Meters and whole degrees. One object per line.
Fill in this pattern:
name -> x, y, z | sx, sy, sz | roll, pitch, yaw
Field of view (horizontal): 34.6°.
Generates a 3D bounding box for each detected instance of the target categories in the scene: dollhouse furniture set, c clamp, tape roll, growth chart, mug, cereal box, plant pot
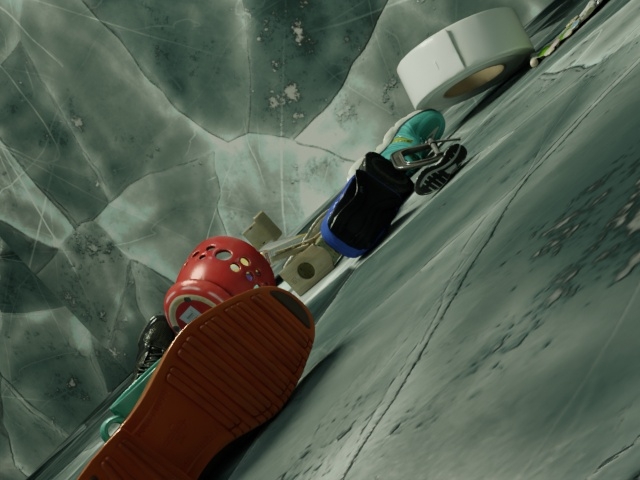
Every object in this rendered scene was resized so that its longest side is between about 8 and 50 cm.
dollhouse furniture set -> -0.031, -0.018, 1.874 | 0.101, 0.161, 0.182 | -41, 5, 25
c clamp -> 0.195, -0.163, 1.889 | 0.137, 0.022, 0.161 | -9, 19, 6
tape roll -> 0.309, -0.382, 2.193 | 0.286, 0.100, 0.286 | -24, -8, -3
growth chart -> 0.506, -0.435, 2.065 | 0.237, 0.021, 0.172 | -44, 3, 10
mug -> -0.252, 0.256, 1.575 | 0.157, 0.097, 0.129 | -43, 4, 4
cereal box -> -0.150, 0.041, 2.490 | 0.173, 0.047, 0.240 | -13, 6, 28
plant pot -> -0.204, 0.112, 2.049 | 0.191, 0.191, 0.174 | -40, 11, 35

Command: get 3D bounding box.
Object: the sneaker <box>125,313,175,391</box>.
sneaker -> -0.353, 0.268, 2.177 | 0.130, 0.087, 0.228 | -12, 58, 68

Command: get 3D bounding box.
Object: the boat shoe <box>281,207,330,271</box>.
boat shoe -> 0.000, 0.000, 2.019 | 0.206, 0.075, 0.065 | -47, 7, -3

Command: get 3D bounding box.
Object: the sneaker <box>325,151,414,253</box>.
sneaker -> 0.077, -0.069, 1.842 | 0.130, 0.109, 0.286 | -52, -5, 30

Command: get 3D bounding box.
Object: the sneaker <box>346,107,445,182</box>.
sneaker -> 0.179, -0.174, 2.150 | 0.275, 0.107, 0.110 | -46, 27, -23

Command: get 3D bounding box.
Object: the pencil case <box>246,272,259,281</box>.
pencil case -> -0.183, 0.111, 2.536 | 0.086, 0.088, 0.206 | -45, 5, 1

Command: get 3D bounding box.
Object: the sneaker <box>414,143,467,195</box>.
sneaker -> 0.187, -0.103, 1.595 | 0.109, 0.040, 0.044 | -40, -13, -20

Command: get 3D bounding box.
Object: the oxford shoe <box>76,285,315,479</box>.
oxford shoe -> -0.141, 0.185, 1.068 | 0.364, 0.130, 0.133 | -45, -1, -35

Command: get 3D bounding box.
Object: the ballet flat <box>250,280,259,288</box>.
ballet flat -> -0.198, 0.161, 2.304 | 0.221, 0.077, 0.079 | -32, -28, 19

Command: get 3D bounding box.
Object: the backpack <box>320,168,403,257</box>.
backpack -> 0.060, -0.031, 1.632 | 0.120, 0.098, 0.101 | -58, 0, -22
